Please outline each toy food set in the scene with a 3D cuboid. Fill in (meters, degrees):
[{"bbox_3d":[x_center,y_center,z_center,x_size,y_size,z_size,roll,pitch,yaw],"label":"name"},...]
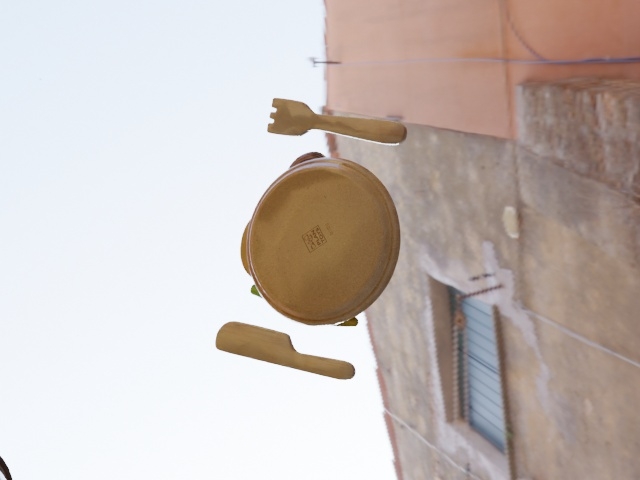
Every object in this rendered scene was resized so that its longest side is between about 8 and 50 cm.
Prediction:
[{"bbox_3d":[0.000,0.000,0.774,0.132,0.038,0.192,13,-91,27],"label":"toy food set"}]

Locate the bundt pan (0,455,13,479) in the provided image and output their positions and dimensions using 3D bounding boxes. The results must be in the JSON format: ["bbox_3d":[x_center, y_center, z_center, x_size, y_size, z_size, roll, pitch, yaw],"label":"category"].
[{"bbox_3d":[-0.285,0.245,0.574,0.331,0.124,0.331,-19,-61,-37],"label":"bundt pan"}]
